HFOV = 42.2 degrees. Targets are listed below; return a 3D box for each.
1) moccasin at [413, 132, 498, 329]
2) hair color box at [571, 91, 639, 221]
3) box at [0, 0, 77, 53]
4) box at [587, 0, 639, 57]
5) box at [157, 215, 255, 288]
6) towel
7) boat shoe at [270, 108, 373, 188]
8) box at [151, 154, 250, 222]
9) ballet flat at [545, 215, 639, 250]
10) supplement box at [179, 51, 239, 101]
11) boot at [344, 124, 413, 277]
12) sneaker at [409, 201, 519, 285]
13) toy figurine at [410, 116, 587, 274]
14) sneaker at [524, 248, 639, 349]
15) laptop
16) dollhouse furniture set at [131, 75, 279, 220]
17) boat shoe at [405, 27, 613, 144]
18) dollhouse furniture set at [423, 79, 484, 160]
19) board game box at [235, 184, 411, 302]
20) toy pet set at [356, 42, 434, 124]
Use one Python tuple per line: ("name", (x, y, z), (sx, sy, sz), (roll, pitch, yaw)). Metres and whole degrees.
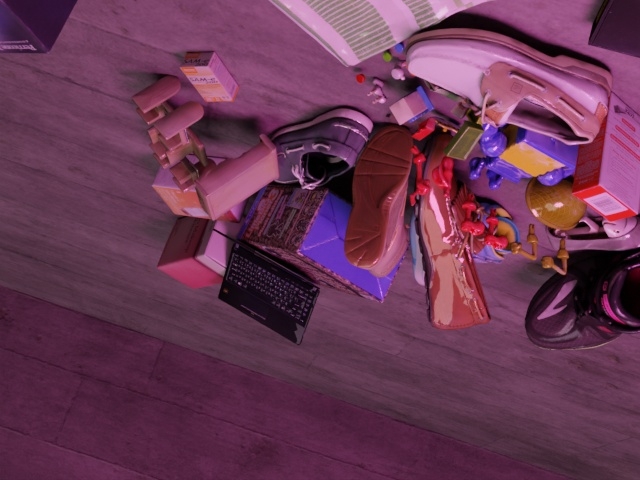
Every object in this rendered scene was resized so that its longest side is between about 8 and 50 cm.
("moccasin", (0.249, -0.010, 1.499), (0.147, 0.139, 0.379), (-5, 109, 13))
("hair color box", (0.430, -0.124, 1.230), (0.093, 0.167, 0.053), (30, 152, -26))
("box", (-0.566, -0.436, 1.243), (0.296, 0.182, 0.294), (6, 155, 26))
("box", (0.451, -0.287, 1.018), (0.191, 0.045, 0.184), (16, 154, 5))
("box", (-0.276, 0.019, 2.056), (0.127, 0.148, 0.232), (34, 151, -30))
("towel", (0.067, -0.361, 1.138), (0.248, 0.038, 0.325), (34, 152, -31))
("boat shoe", (-0.023, -0.153, 1.568), (0.116, 0.099, 0.319), (28, 155, -26))
("box", (-0.259, -0.116, 1.825), (0.171, 0.091, 0.130), (8, 154, 22))
("ballet flat", (0.514, -0.019, 1.523), (0.213, 0.072, 0.068), (-6, 136, 41))
("supplement box", (-0.196, -0.289, 1.474), (0.062, 0.036, 0.098), (4, 152, 28))
("boot", (0.122, -0.065, 1.528), (0.095, 0.261, 0.203), (10, 173, 16))
("sneaker", (0.298, 0.022, 1.692), (0.208, 0.127, 0.319), (11, 156, 18))
("toy figurine", (0.346, -0.106, 1.322), (0.363, 0.191, 0.217), (26, 150, -20))
("sneaker", (0.557, 0.093, 1.543), (0.202, 0.185, 0.483), (-2, 161, -39))
("laptop", (-0.136, 0.108, 1.839), (0.234, 0.136, 0.264), (29, 123, 15))
("dollhouse furniture set", (-0.216, -0.187, 1.595), (0.242, 0.161, 0.212), (49, 164, 20))
("boat shoe", (0.264, -0.219, 1.188), (0.302, 0.103, 0.113), (13, 166, 3))
("dollhouse furniture set", (0.195, -0.193, 1.257), (0.076, 0.151, 0.058), (9, 131, -32))
("board game box", (0.000, 0.000, 1.738), (0.232, 0.141, 0.291), (31, 170, -28))
("toy pet set", (0.137, -0.251, 1.326), (0.122, 0.065, 0.114), (-26, 96, 54))
